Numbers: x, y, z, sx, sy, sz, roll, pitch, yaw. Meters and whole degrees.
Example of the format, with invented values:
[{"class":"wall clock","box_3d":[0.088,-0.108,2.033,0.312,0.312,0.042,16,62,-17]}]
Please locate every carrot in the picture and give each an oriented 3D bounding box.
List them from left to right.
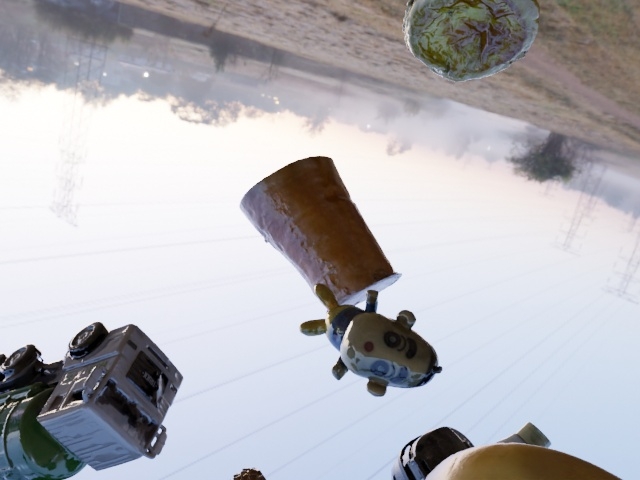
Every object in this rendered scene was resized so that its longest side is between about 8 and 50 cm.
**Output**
[{"class":"carrot","box_3d":[0.000,0.000,0.923,0.196,0.196,0.254,-10,-114,-59]}]

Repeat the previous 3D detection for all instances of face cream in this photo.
[{"class":"face cream","box_3d":[0.435,0.528,1.238,0.114,0.224,0.070,45,172,25]}]

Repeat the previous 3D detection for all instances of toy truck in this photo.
[{"class":"toy truck","box_3d":[-0.256,0.165,0.492,0.242,0.101,0.125,-20,-151,20]}]

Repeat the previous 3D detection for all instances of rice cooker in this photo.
[{"class":"rice cooker","box_3d":[0.193,0.377,0.875,0.165,0.106,0.112,-4,-133,-35]}]

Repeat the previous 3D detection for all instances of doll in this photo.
[{"class":"doll","box_3d":[0.046,0.102,0.552,0.179,0.102,0.089,18,174,38]}]

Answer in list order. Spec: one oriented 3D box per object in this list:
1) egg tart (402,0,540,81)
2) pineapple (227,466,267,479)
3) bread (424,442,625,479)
[{"class":"egg tart","box_3d":[0.265,-0.392,0.949,0.241,0.106,0.241,7,153,3]},{"class":"pineapple","box_3d":[-0.228,0.588,1.098,0.277,0.119,0.130,-21,-110,-28]},{"class":"bread","box_3d":[0.254,0.430,0.599,0.329,0.424,0.245,4,-145,11]}]
